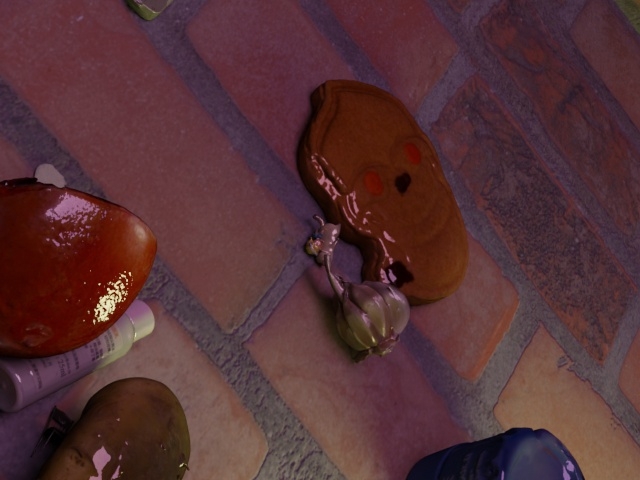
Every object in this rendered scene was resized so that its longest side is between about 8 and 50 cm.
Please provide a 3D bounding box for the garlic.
[{"bbox_3d":[0.065,0.101,2.138,0.127,0.131,0.194,-39,91,-30],"label":"garlic"}]

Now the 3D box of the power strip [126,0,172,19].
[{"bbox_3d":[-0.265,-0.453,2.164,0.080,0.029,0.227,47,44,-13],"label":"power strip"}]

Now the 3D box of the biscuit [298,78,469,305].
[{"bbox_3d":[0.126,-0.097,2.342,0.455,0.078,0.350,59,37,-3],"label":"biscuit"}]

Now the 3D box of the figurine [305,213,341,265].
[{"bbox_3d":[0.000,0.000,2.180,0.051,0.047,0.083,22,60,-18],"label":"figurine"}]

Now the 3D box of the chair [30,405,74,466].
[{"bbox_3d":[-0.348,0.258,1.684,0.037,0.042,0.086,45,44,-24],"label":"chair"}]

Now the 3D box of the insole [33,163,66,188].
[{"bbox_3d":[-0.401,-0.027,1.814,0.065,0.004,0.197,26,52,-34],"label":"insole"}]

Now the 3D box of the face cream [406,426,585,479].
[{"bbox_3d":[0.296,0.445,2.096,0.249,0.225,0.249,24,52,-35],"label":"face cream"}]

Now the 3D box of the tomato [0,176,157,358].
[{"bbox_3d":[-0.361,0.063,1.592,0.309,0.309,0.170,24,55,-35],"label":"tomato"}]

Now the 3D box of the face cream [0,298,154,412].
[{"bbox_3d":[-0.333,0.148,1.729,0.269,0.082,0.082,-26,88,-49],"label":"face cream"}]

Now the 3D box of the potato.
[{"bbox_3d":[-0.273,0.305,1.642,0.296,0.141,0.191,-43,135,-46],"label":"potato"}]
